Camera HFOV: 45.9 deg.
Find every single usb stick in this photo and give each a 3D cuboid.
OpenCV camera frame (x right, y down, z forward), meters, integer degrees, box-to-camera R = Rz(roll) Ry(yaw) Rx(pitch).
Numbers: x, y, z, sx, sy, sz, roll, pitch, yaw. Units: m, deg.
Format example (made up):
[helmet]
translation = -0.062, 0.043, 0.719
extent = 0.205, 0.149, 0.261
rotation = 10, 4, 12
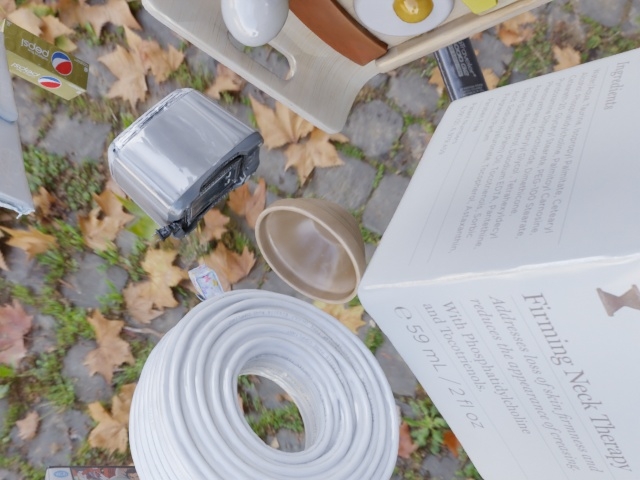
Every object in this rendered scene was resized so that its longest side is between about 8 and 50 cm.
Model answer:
[usb stick]
translation = 0.239, -0.337, 1.356
extent = 0.077, 0.045, 0.278
rotation = -14, 77, -14

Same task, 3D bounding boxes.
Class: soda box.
[soda box]
translation = -0.517, -0.328, 1.386
extent = 0.058, 0.181, 0.061
rotation = -16, 65, 34

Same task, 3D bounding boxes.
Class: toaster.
[toaster]
translation = -0.200, -0.110, 1.087
extent = 0.146, 0.129, 0.227
rotation = 40, 67, 8

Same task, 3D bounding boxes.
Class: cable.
[cable]
translation = -0.047, 0.168, 0.721
extent = 0.257, 0.089, 0.257
rotation = 38, 41, -4

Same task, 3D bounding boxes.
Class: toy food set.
[toy food set]
translation = 0.054, -0.175, 0.522
extent = 0.220, 0.306, 0.092
rotation = 28, 60, -41

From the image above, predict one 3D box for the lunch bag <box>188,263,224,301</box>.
[lunch bag]
translation = -0.233, 0.099, 1.563
extent = 0.053, 0.071, 0.083
rotation = -29, 110, -16

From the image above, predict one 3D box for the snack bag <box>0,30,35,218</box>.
[snack bag]
translation = -0.537, -0.221, 1.033
extent = 0.037, 0.323, 0.342
rotation = -27, 65, 18

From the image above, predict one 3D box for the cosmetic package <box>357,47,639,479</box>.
[cosmetic package]
translation = 0.318, 0.028, 0.753
extent = 0.329, 0.394, 0.327
rotation = 55, 45, -27

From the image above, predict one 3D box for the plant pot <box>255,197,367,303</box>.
[plant pot]
translation = 0.000, 0.000, 1.450
extent = 0.237, 0.237, 0.110
rotation = 41, 54, -2

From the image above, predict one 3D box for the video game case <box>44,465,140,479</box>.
[video game case]
translation = -0.323, 0.459, 1.297
extent = 0.275, 0.248, 0.035
rotation = 7, 99, -24
